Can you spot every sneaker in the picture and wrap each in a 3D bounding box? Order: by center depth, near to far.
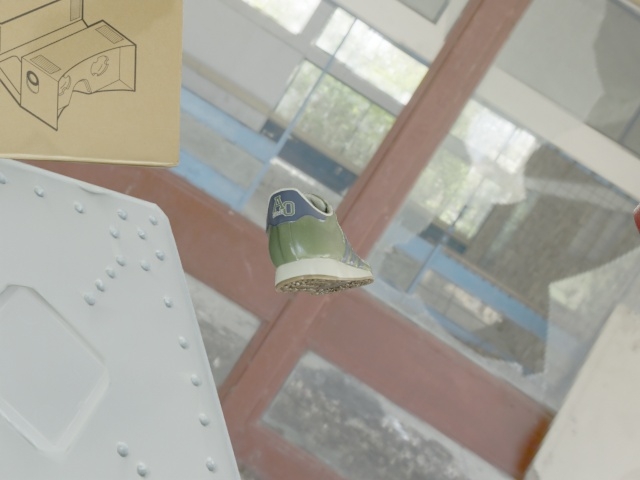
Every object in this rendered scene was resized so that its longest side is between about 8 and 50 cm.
[{"bbox_3d":[0.000,0.000,0.768,0.192,0.064,0.086,17,60,-74],"label":"sneaker"}]

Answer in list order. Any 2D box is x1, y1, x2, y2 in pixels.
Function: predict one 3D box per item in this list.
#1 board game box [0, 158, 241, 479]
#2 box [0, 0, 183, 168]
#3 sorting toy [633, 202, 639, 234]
[{"bbox_3d":[-0.231,0.104,0.673,0.390,0.050,0.390,18,45,-52],"label":"board game box"},{"bbox_3d":[-0.203,-0.143,0.692,0.201,0.164,0.021,1,2,-36],"label":"box"},{"bbox_3d":[0.252,-0.010,0.607,0.102,0.042,0.061,-16,77,-60],"label":"sorting toy"}]
